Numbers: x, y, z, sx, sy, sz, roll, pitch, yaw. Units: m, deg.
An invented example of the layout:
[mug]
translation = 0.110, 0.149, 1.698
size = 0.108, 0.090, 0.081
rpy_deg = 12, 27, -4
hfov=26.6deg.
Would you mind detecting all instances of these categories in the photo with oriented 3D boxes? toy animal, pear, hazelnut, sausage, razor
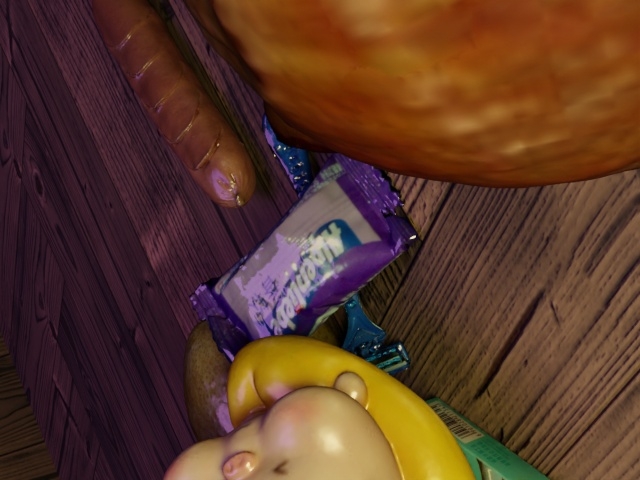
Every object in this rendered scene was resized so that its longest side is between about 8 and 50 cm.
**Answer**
[toy animal]
translation = -0.050, 0.243, 1.261
size = 0.345, 0.246, 0.278
rpy_deg = -36, 82, 38
[pear]
translation = -0.056, 0.176, 1.510
size = 0.211, 0.188, 0.229
rpy_deg = -114, 16, -45
[hazelnut]
translation = 0.092, -0.222, 0.789
size = 0.420, 0.353, 0.421
rpy_deg = 14, 124, 21
[sausage]
translation = -0.186, -0.184, 1.701
size = 0.433, 0.087, 0.088
rpy_deg = 57, 151, 34
[razor]
translation = 0.004, 0.003, 1.452
size = 0.324, 0.093, 0.056
rpy_deg = 70, -168, 16

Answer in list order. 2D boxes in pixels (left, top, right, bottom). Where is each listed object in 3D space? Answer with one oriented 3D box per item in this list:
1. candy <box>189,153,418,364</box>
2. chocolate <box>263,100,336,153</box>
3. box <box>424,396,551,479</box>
[candy]
translation = -0.021, 0.027, 1.381
size = 0.275, 0.070, 0.145
rpy_deg = -44, 61, 22
[chocolate]
translation = 0.011, -0.154, 1.293
size = 0.124, 0.127, 0.133
rpy_deg = 15, 108, 29
[box]
translation = 0.163, 0.267, 1.283
size = 0.229, 0.041, 0.162
rpy_deg = 33, 134, 56
